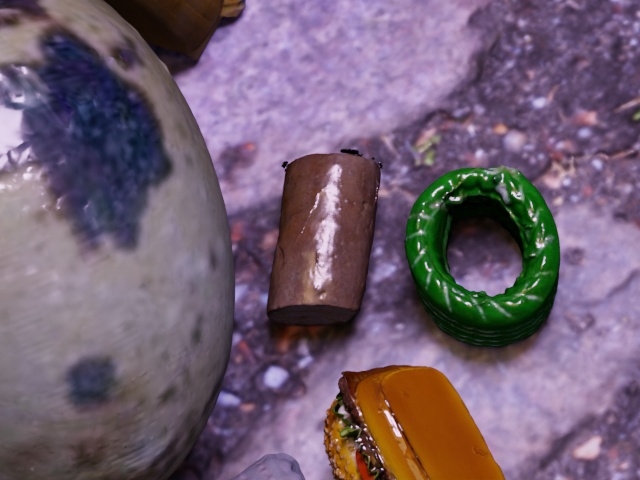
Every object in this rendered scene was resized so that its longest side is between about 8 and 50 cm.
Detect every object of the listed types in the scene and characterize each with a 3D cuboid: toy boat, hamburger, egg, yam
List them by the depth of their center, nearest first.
[{"bbox_3d":[-0.238,-0.001,1.305,0.345,0.345,0.428,-24,84,-2],"label":"egg"},{"bbox_3d":[0.070,0.170,1.331,0.087,0.137,0.166,-39,67,31],"label":"hamburger"},{"bbox_3d":[-0.136,-0.230,1.393,0.089,0.321,0.121,19,84,17],"label":"toy boat"},{"bbox_3d":[0.003,0.000,1.419,0.084,0.084,0.127,3,72,8],"label":"yam"}]

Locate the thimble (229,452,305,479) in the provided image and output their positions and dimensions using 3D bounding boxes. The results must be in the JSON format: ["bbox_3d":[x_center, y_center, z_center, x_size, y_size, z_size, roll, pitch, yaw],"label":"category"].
[{"bbox_3d":[-0.027,0.236,1.307,0.118,0.127,0.151,-38,83,-5],"label":"thimble"}]

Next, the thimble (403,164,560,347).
[{"bbox_3d":[0.124,0.011,1.393,0.118,0.090,0.130,7,71,11],"label":"thimble"}]
